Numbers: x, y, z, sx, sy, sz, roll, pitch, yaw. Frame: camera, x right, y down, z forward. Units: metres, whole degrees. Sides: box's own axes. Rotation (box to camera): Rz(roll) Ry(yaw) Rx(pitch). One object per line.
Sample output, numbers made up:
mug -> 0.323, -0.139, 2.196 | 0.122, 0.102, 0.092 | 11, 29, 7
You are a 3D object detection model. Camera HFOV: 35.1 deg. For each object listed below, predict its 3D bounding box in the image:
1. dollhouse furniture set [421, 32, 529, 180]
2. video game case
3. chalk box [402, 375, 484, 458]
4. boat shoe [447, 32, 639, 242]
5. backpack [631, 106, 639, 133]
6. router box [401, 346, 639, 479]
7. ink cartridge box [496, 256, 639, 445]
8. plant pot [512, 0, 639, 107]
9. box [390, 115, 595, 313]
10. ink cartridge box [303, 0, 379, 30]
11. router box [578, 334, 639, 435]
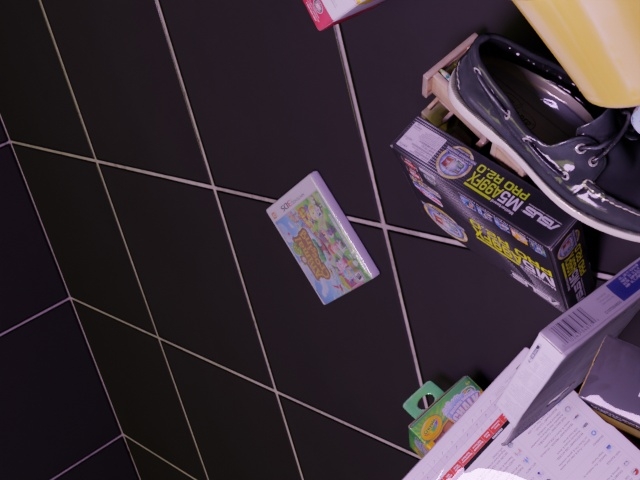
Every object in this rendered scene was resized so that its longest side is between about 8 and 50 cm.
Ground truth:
dollhouse furniture set -> 0.232, -0.155, 1.343 | 0.182, 0.101, 0.161 | 47, 171, 16
video game case -> 0.000, 0.000, 1.817 | 0.212, 0.023, 0.193 | 58, 148, 2
chalk box -> 0.227, 0.314, 1.626 | 0.213, 0.132, 0.132 | 44, 166, 21
boat shoe -> 0.299, -0.129, 1.176 | 0.340, 0.127, 0.113 | 44, 159, 17
backpack -> 0.402, -0.144, 1.090 | 0.105, 0.084, 0.114 | 45, 143, 18
router box -> 0.299, 0.376, 1.451 | 0.301, 0.335, 0.082 | 45, -173, 23
ink cartridge box -> 0.323, 0.142, 1.301 | 0.045, 0.223, 0.224 | 44, 144, 23
plant pot -> 0.295, -0.272, 1.004 | 0.254, 0.254, 0.239 | 7, 136, 52
box -> 0.232, -0.031, 1.352 | 0.270, 0.060, 0.216 | 37, 170, 31
ink cartridge box -> 0.058, -0.380, 1.330 | 0.176, 0.127, 0.128 | -18, 100, 58
router box -> 0.460, 0.221, 1.126 | 0.309, 0.081, 0.243 | 24, 174, 28
